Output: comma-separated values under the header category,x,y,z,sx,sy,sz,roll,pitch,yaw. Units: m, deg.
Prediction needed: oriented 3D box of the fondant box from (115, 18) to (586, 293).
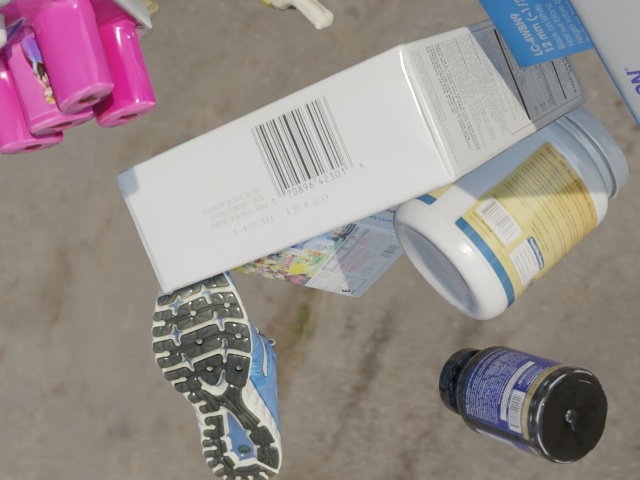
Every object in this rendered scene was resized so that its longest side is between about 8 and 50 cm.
category,x,y,z,sx,sy,sz,roll,pitch,yaw
fondant box,0.038,-0.079,0.988,0.238,0.330,0.096,-21,93,29

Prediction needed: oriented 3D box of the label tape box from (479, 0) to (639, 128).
category,x,y,z,sx,sy,sz,roll,pitch,yaw
label tape box,0.204,-0.177,0.736,0.347,0.249,0.115,-9,47,35

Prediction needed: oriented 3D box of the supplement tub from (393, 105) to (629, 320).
category,x,y,z,sx,sy,sz,roll,pitch,yaw
supplement tub,0.185,-0.035,1.274,0.199,0.144,0.144,-40,49,-12

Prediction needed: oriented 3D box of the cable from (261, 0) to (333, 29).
category,x,y,z,sx,sy,sz,roll,pitch,yaw
cable,-0.076,-0.235,0.753,0.287,0.072,0.139,30,113,26

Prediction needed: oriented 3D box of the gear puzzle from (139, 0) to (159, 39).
category,x,y,z,sx,sy,sz,roll,pitch,yaw
gear puzzle,-0.218,-0.176,0.964,0.175,0.339,0.044,22,133,25

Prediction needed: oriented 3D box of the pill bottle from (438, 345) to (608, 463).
category,x,y,z,sx,sy,sz,roll,pitch,yaw
pill bottle,0.253,0.203,1.696,0.219,0.123,0.123,13,88,58

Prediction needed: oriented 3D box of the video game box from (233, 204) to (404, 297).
category,x,y,z,sx,sy,sz,roll,pitch,yaw
video game box,0.000,0.000,1.650,0.205,0.187,0.048,130,147,-59

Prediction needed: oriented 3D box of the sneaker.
category,x,y,z,sx,sy,sz,roll,pitch,yaw
sneaker,-0.129,0.151,1.703,0.129,0.330,0.147,-9,29,7

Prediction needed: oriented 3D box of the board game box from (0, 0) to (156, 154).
category,x,y,z,sx,sy,sz,roll,pitch,yaw
board game box,-0.282,-0.039,0.408,0.390,0.390,0.050,-18,81,7
